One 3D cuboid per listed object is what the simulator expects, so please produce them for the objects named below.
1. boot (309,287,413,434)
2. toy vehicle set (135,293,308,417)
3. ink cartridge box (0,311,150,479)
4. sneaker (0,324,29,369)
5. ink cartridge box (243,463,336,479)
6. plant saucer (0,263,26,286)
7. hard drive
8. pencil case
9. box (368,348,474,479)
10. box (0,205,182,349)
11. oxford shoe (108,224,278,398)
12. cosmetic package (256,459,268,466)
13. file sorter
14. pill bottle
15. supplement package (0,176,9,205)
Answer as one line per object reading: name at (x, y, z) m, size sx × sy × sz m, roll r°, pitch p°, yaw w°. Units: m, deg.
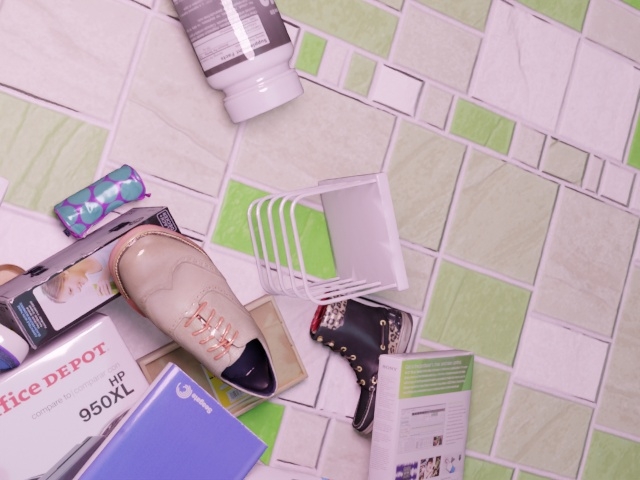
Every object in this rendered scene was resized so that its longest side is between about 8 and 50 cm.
boot at (0.054, 0.216, 1.874) m, size 0.178 × 0.085 × 0.237 m, roll 22°, pitch 81°, yaw -17°
toy vehicle set at (-0.168, 0.224, 1.797) m, size 0.266 × 0.035 × 0.166 m, roll -26°, pitch 100°, yaw -22°
ink cartridge box at (-0.378, 0.348, 1.634) m, size 0.285 × 0.166 × 0.395 m, roll -32°, pitch 102°, yaw -21°
sneaker at (-0.610, 0.209, 1.489) m, size 0.322 × 0.130 × 0.236 m, roll 13°, pitch 63°, yaw 5°
ink cartridge box at (-0.016, 0.515, 1.702) m, size 0.306 × 0.131 × 0.226 m, roll 12°, pitch 113°, yaw -9°
plant saucer at (-0.505, 0.078, 1.661) m, size 0.083 × 0.015 × 0.084 m, roll 0°, pitch 90°, yaw -24°
hard drive at (-0.254, 0.377, 1.575) m, size 0.210 × 0.040 × 0.319 m, roll 45°, pitch 72°, yaw -18°
pencil case at (-0.360, -0.064, 1.699) m, size 0.151 × 0.064 × 0.070 m, roll -35°, pitch 87°, yaw -19°
box at (0.183, 0.363, 1.884) m, size 0.232 × 0.058 × 0.322 m, roll 4°, pitch 94°, yaw -48°
box at (-0.369, 0.053, 1.629) m, size 0.290 × 0.169 × 0.087 m, roll -33°, pitch 106°, yaw -26°
oxford shoe at (-0.176, 0.116, 1.603) m, size 0.140 × 0.146 × 0.397 m, roll -47°, pitch 137°, yaw -5°
cosmetic package at (-0.065, 0.461, 1.809) m, size 0.239 × 0.099 × 0.060 m, roll 44°, pitch 72°, yaw -18°
file sorter at (0.000, 0.000, 1.746) m, size 0.173 × 0.277 × 0.193 m, roll -12°, pitch 95°, yaw -19°
pill bottle at (-0.142, -0.354, 1.743) m, size 0.161 × 0.161 × 0.283 m, roll -28°, pitch 101°, yaw -21°
supplement package at (-0.579, -0.027, 1.528) m, size 0.149 × 0.203 × 0.194 m, roll 26°, pitch 80°, yaw -22°
